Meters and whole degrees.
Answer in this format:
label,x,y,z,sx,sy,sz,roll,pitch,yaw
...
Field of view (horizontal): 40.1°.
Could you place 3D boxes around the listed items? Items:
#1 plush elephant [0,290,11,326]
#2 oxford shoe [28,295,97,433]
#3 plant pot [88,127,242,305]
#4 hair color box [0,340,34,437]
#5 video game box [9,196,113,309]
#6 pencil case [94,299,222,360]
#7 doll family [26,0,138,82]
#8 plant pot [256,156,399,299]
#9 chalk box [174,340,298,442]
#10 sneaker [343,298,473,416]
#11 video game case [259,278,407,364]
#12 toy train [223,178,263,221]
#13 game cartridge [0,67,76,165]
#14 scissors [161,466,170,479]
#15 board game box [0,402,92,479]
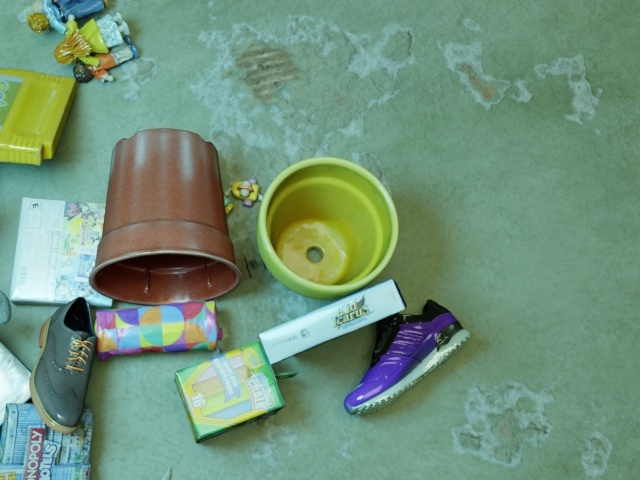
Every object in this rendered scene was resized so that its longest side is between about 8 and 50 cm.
label,x,y,z,sx,sy,sz,roll,pitch,yaw
plush elephant,-0.726,0.082,1.474,0.330,0.255,0.271,-24,89,-40
oxford shoe,-0.442,0.210,1.530,0.097,0.098,0.271,23,32,-35
plant pot,-0.288,-0.047,1.627,0.272,0.272,0.265,-1,66,-10
hair color box,-0.666,0.323,1.524,0.174,0.105,0.347,43,71,4
video game box,-0.482,0.024,1.673,0.187,0.048,0.205,4,73,-6
pencil case,-0.300,0.168,1.634,0.236,0.104,0.104,-2,74,-10
doll family,-0.497,-0.441,1.770,0.163,0.118,0.263,-32,81,-16
plant pot,0.000,0.000,1.659,0.254,0.239,0.254,2,74,-8
chalk box,-0.148,0.270,1.612,0.213,0.132,0.132,-19,78,-15
sneaker,0.141,0.217,1.700,0.293,0.102,0.146,-33,75,-20
video game case,0.031,0.142,1.572,0.244,0.269,0.061,-24,84,4
toy train,-0.158,-0.062,1.753,0.166,0.046,0.125,-14,76,-13
game cartridge,-0.646,-0.249,1.646,0.324,0.052,0.285,5,37,-8
scissors,-0.341,0.547,1.555,0.109,0.021,0.297,9,74,-5
board game box,-0.496,0.380,1.495,0.194,0.060,0.194,7,91,-31
